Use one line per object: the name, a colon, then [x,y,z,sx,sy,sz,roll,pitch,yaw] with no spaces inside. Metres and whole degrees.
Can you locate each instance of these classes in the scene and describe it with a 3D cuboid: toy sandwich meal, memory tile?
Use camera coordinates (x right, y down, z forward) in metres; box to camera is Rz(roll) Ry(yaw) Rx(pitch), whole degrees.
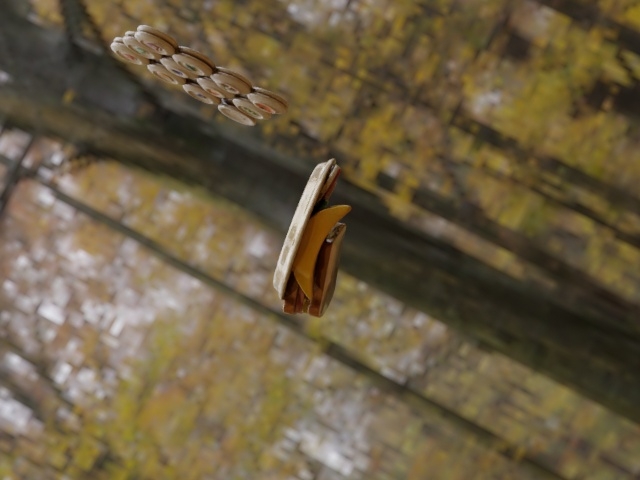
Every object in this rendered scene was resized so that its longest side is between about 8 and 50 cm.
toy sandwich meal: [0.000,0.000,0.991,0.085,0.029,0.086,20,-90,-87]
memory tile: [-0.104,-0.139,1.660,0.012,0.148,0.113,-66,20,-11]
